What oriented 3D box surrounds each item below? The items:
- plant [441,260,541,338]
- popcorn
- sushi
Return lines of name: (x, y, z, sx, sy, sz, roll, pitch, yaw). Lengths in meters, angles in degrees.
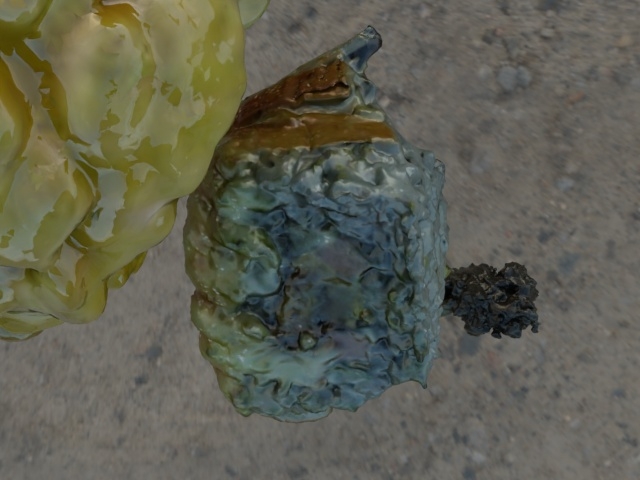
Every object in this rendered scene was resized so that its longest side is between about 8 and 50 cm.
plant: (0.143, 0.054, 1.250, 0.174, 0.087, 0.085, 11, 105, 25)
popcorn: (-0.201, -0.135, 0.625, 0.354, 0.390, 0.344, 37, 115, -14)
sushi: (0.000, 0.000, 0.865, 0.184, 0.139, 0.274, 2, 122, 7)
